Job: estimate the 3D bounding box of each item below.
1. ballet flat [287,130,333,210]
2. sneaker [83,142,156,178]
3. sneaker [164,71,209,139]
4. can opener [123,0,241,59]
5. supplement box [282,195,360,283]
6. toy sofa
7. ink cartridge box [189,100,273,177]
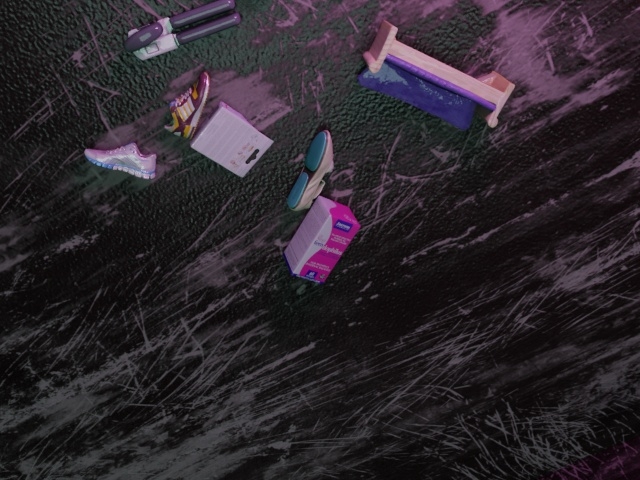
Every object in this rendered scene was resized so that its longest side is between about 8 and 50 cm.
[{"bbox_3d":[-0.013,-0.188,1.667,0.086,0.086,0.248,22,116,-15],"label":"ballet flat"},{"bbox_3d":[-0.532,-0.229,1.616,0.191,0.071,0.082,12,110,-19],"label":"sneaker"},{"bbox_3d":[-0.345,-0.353,1.554,0.084,0.069,0.185,17,115,-18],"label":"sneaker"},{"bbox_3d":[-0.335,-0.508,1.457,0.284,0.095,0.075,-17,118,6],"label":"can opener"},{"bbox_3d":[0.000,0.000,1.730,0.111,0.114,0.220,18,115,-30],"label":"supplement box"},{"bbox_3d":[0.283,-0.398,1.525,0.363,0.150,0.177,21,114,-14],"label":"toy sofa"},{"bbox_3d":[-0.240,-0.271,1.632,0.179,0.045,0.145,29,113,-37],"label":"ink cartridge box"}]
